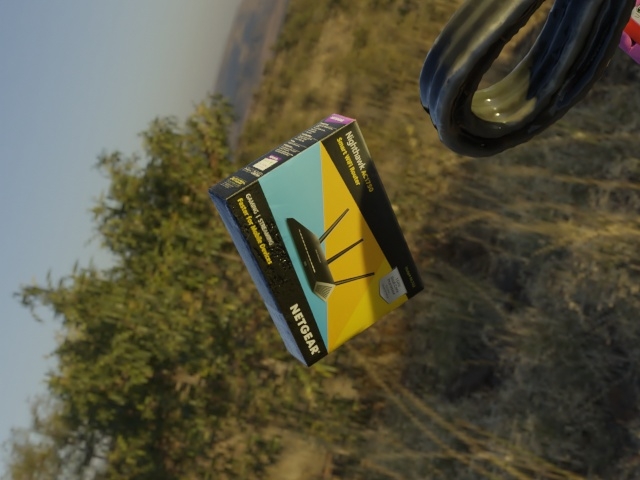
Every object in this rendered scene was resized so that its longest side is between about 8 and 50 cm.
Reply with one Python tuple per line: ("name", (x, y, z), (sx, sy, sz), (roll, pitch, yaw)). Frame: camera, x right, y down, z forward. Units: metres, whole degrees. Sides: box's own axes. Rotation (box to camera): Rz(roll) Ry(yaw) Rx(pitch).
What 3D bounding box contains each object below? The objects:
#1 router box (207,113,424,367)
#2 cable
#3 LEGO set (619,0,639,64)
("router box", (0.000, 0.000, 0.907), (0.046, 0.133, 0.179), (29, 148, 58))
("cable", (0.129, -0.124, 0.329), (0.287, 0.139, 0.072), (-46, 56, 24))
("LEGO set", (0.212, -0.261, 0.868), (0.093, 0.227, 0.087), (-48, 11, 22))
